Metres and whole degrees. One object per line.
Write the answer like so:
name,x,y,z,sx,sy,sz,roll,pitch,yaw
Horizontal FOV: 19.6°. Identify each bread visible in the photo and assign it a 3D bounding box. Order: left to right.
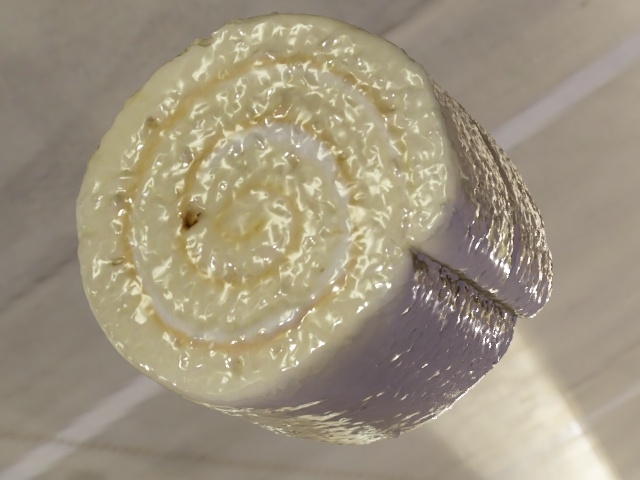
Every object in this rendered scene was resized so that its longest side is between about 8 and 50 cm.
bread,0.000,0.000,0.700,0.148,0.134,0.141,-35,157,10
